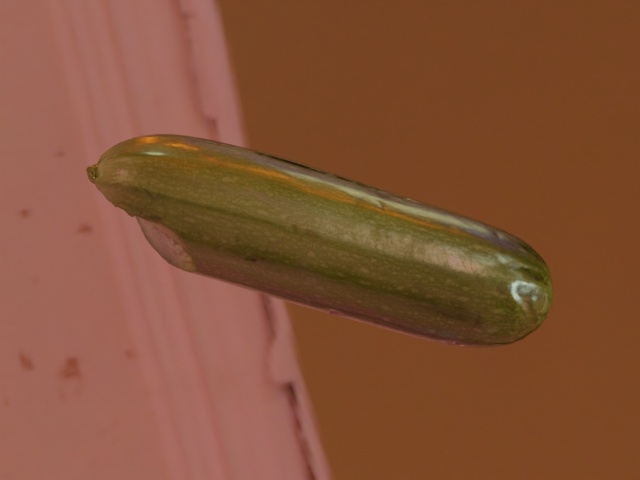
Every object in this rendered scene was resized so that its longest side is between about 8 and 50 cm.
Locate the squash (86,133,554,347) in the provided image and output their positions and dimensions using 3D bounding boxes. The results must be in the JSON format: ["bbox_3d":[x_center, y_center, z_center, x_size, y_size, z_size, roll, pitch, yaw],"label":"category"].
[{"bbox_3d":[0.000,0.000,0.852,0.239,0.069,0.069,17,-59,-2],"label":"squash"}]
